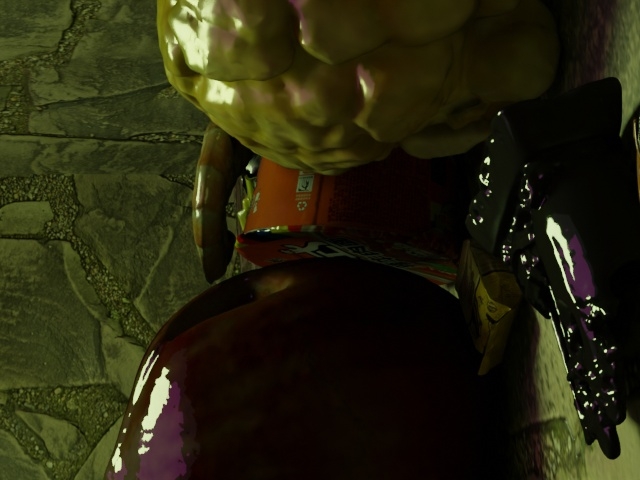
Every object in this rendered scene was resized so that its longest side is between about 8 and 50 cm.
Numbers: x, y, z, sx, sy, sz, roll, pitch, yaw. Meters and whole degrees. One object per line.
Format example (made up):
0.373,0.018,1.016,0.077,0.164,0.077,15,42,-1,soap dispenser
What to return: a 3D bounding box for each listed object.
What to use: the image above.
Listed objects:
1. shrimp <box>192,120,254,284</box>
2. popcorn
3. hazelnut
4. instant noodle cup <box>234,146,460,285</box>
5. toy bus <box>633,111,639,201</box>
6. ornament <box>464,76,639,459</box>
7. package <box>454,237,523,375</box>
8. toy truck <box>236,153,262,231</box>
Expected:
-0.090,-0.064,1.748,0.296,0.058,0.169,-70,-14,-66,shrimp
0.015,-0.234,1.532,0.390,0.354,0.344,-3,87,38,popcorn
0.000,0.227,1.717,0.402,0.402,0.429,-131,36,-78,hazelnut
0.041,-0.069,1.831,0.250,0.250,0.192,123,154,-75,instant noodle cup
0.238,-0.027,0.958,0.194,0.083,0.088,-114,22,-76,toy bus
0.193,0.044,1.267,0.251,0.106,0.260,91,167,-68,ornament
0.162,0.061,1.608,0.131,0.047,0.071,-103,18,-52,package
0.000,0.000,2.299,0.405,0.181,0.254,-116,19,-65,toy truck
